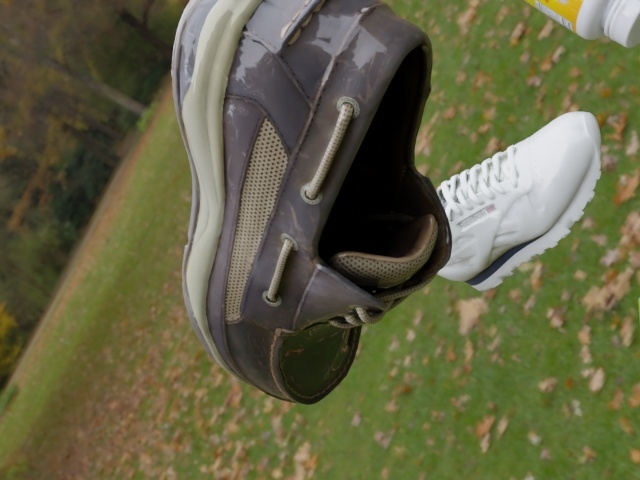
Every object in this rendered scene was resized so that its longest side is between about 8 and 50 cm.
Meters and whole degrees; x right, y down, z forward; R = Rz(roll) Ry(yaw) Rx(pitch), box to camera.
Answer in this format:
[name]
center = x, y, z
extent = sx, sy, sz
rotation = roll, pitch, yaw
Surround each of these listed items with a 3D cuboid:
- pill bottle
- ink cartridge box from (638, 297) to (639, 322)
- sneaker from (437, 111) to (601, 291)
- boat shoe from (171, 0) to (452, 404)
[pill bottle]
center = 0.303, -0.319, 1.241
extent = 0.117, 0.215, 0.117
rotation = -39, -27, -24
[ink cartridge box]
center = 0.563, 0.117, 1.330
extent = 0.189, 0.255, 0.097
rotation = -135, 42, -86
[sneaker]
center = 0.159, -0.034, 0.925
extent = 0.235, 0.094, 0.090
rotation = 126, 159, -47
[boat shoe]
center = 0.000, 0.000, 0.620
extent = 0.132, 0.130, 0.355
rotation = -45, -30, -28
